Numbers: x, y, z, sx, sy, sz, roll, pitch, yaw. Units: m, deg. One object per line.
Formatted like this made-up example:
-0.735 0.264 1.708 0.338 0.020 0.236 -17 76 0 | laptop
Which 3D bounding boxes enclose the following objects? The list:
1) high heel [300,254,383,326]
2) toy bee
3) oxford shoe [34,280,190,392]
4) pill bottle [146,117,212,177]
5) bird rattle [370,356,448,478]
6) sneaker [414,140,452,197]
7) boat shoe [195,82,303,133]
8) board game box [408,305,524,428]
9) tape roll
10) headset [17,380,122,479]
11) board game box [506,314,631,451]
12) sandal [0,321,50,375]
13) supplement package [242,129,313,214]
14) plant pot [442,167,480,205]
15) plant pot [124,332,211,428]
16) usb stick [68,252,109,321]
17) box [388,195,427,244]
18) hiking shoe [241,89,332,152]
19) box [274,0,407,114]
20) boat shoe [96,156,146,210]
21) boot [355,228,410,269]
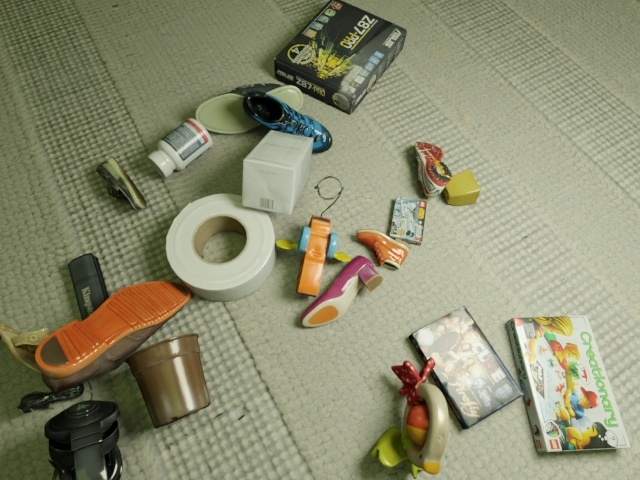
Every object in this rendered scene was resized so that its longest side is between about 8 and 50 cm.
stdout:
0.040 0.129 1.087 0.244 0.082 0.117 -37 37 -3 | high heel
0.000 0.000 1.111 0.195 0.162 0.298 34 87 -6 | toy bee
-0.473 0.214 0.976 0.130 0.133 0.363 36 40 21 | oxford shoe
-0.427 -0.276 1.243 0.108 0.108 0.180 38 69 16 | pill bottle
0.222 0.383 0.884 0.143 0.207 0.254 23 80 -8 | bird rattle
0.321 -0.221 1.244 0.088 0.093 0.225 10 46 -11 | sneaker
-0.231 -0.440 1.330 0.339 0.127 0.113 -19 35 -3 | boat shoe
0.353 0.304 1.009 0.165 0.042 0.243 -24 67 -13 | board game box
-0.262 0.015 1.109 0.286 0.100 0.286 0 65 0 | tape roll
-0.504 0.434 0.831 0.185 0.244 0.394 -6 30 -32 | headset
0.586 0.337 0.991 0.192 0.053 0.306 -2 64 -2 | board game box
-0.703 0.240 0.997 0.240 0.088 0.079 28 72 17 | sandal
-0.112 -0.196 1.140 0.139 0.134 0.244 12 34 5 | supplement package
0.410 -0.150 1.215 0.083 0.081 0.081 -16 65 1 | plant pot
-0.335 0.319 0.931 0.166 0.167 0.165 -20 73 -11 | plant pot
-0.586 0.159 1.062 0.077 0.045 0.278 -23 67 -13 | usb stick
0.255 -0.059 1.194 0.093 0.027 0.137 11 64 6 | box
-0.101 -0.346 1.234 0.304 0.132 0.113 24 102 -11 | hiking shoe
0.074 -0.659 1.447 0.318 0.097 0.395 31 67 10 | box
-0.586 -0.156 1.202 0.073 0.080 0.223 -37 65 -11 | boat shoe
0.163 0.023 1.138 0.157 0.059 0.085 23 71 9 | boot
